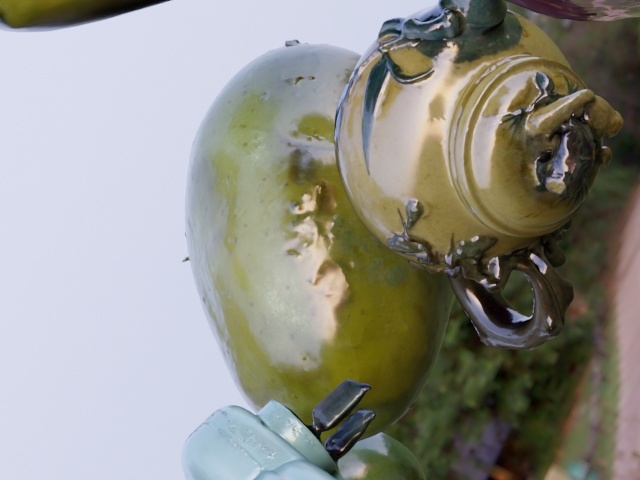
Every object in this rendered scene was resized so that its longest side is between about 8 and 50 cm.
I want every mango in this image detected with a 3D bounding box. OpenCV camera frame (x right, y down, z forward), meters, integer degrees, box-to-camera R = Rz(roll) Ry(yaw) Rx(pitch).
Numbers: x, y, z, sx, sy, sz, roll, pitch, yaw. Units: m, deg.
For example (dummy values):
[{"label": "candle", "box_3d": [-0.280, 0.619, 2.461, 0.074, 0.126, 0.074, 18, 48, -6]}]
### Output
[{"label": "mango", "box_3d": [0.030, 0.246, 1.536, 0.251, 0.156, 0.114, 83, -159, -63]}]

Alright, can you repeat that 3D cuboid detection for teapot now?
[{"label": "teapot", "box_3d": [0.111, -0.050, 1.086, 0.173, 0.183, 0.269, -23, -72, -28]}]

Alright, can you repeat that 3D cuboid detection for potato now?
[{"label": "potato", "box_3d": [0.003, -0.001, 1.287, 0.216, 0.216, 0.304, 103, 154, -57]}]

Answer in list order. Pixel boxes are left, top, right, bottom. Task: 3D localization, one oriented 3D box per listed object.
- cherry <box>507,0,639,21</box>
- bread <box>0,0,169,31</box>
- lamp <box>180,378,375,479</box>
[{"label": "cherry", "box_3d": [0.089, -0.203, 0.552, 0.261, 0.221, 0.307, 17, -74, -55]}, {"label": "bread", "box_3d": [-0.096, -0.273, 0.986, 0.208, 0.377, 0.251, -124, 18, -55]}, {"label": "lamp", "box_3d": [0.010, 0.208, 1.024, 0.147, 0.284, 0.209, -26, -40, -1]}]
